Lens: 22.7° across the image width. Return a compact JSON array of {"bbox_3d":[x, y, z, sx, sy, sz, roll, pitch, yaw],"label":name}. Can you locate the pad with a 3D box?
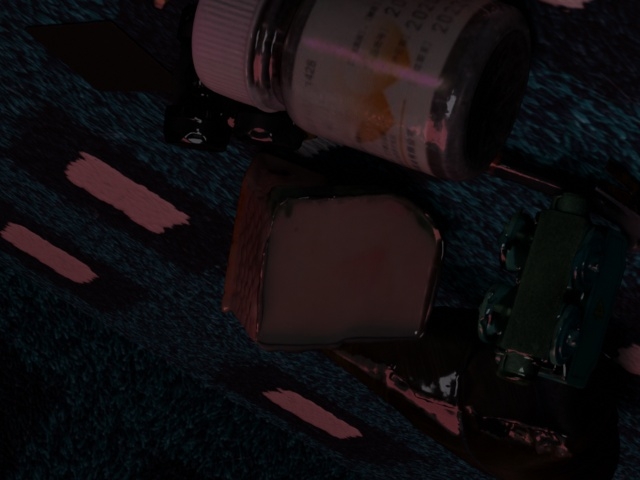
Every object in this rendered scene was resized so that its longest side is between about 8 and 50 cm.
[{"bbox_3d":[-0.269,-0.227,1.982,0.211,0.003,0.143,6,152,49],"label":"pad"}]

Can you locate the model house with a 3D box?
[{"bbox_3d":[0.000,0.000,1.959,0.237,0.202,0.237,-3,-160,-21],"label":"model house"}]

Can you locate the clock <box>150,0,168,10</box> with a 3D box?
[{"bbox_3d":[-0.172,-0.297,1.524,0.170,0.069,0.232,28,163,-2],"label":"clock"}]

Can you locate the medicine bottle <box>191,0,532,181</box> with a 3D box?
[{"bbox_3d":[0.036,-0.165,1.427,0.273,0.165,0.165,19,161,23],"label":"medicine bottle"}]

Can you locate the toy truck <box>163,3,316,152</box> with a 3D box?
[{"bbox_3d":[-0.051,-0.159,1.658,0.224,0.147,0.165,6,176,45],"label":"toy truck"}]

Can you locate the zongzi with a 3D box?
[{"bbox_3d":[0.190,0.208,2.145,0.432,0.208,0.403,13,161,19],"label":"zongzi"}]

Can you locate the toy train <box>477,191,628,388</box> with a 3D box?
[{"bbox_3d":[0.236,0.053,1.604,0.107,0.198,0.154,15,176,30],"label":"toy train"}]

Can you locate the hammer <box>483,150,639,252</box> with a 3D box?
[{"bbox_3d":[0.207,-0.073,1.647,0.290,0.037,0.137,22,162,16],"label":"hammer"}]
